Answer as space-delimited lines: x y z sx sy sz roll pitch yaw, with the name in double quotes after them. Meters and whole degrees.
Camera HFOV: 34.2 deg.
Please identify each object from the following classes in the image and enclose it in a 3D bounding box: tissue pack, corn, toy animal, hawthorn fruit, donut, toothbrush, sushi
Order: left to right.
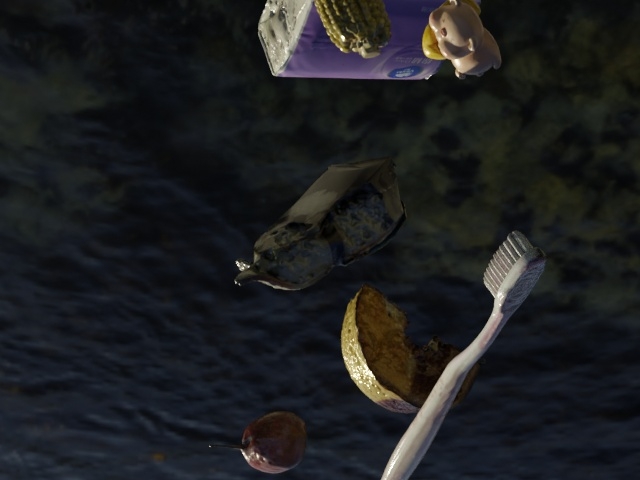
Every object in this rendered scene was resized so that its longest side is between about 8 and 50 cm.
-0.065 0.217 1.103 0.103 0.067 0.067 -5 150 -19 "hawthorn fruit"
0.004 0.006 1.439 0.134 0.273 0.109 -2 128 54 "sushi"
0.017 -0.366 1.349 0.086 0.288 0.086 -17 168 -4 "corn"
0.081 -0.410 1.884 0.338 0.160 0.242 -3 149 -24 "tissue pack"
0.106 0.168 1.442 0.217 0.141 0.085 39 141 -13 "donut"
0.090 0.104 0.752 0.025 0.029 0.307 -10 141 -29 "toothbrush"
0.181 -0.261 1.363 0.091 0.082 0.114 -27 100 8 "toy animal"
